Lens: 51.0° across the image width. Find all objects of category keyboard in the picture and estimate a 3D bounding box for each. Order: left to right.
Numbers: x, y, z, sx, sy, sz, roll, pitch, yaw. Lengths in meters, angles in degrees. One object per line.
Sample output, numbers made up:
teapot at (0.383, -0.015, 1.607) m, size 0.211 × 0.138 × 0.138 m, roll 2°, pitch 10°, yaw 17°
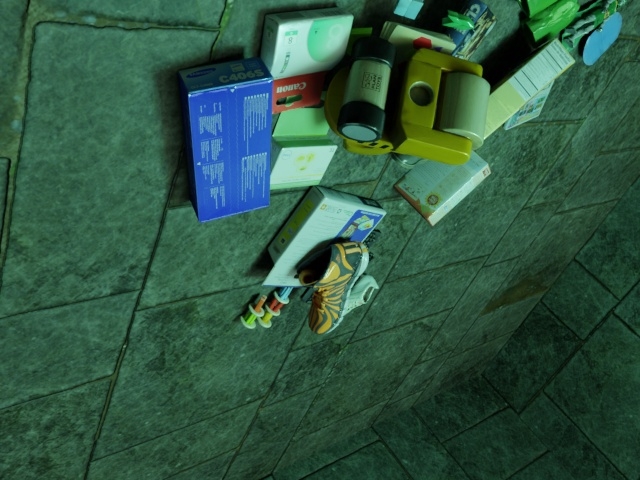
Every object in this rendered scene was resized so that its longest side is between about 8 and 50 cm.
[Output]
keyboard at (0.085, 0.089, 2.114) m, size 0.317 × 0.033 × 0.201 m, roll -52°, pitch 149°, yaw 20°

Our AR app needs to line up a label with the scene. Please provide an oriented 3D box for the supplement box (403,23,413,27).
supplement box at (0.197, -0.438, 1.486) m, size 0.055 × 0.083 × 0.043 m, roll -22°, pitch 146°, yaw -30°

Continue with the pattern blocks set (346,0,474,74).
pattern blocks set at (0.187, -0.390, 1.437) m, size 0.285 × 0.026 × 0.325 m, roll 18°, pitch 152°, yaw -20°

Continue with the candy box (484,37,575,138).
candy box at (0.511, -0.396, 1.816) m, size 0.316 × 0.087 × 0.183 m, roll -41°, pitch -176°, yaw 3°

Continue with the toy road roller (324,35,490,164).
toy road roller at (0.172, -0.274, 1.437) m, size 0.329 × 0.202 × 0.240 m, roll 12°, pitch 167°, yaw -7°

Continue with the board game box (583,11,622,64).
board game box at (0.848, -0.622, 2.048) m, size 0.169 × 0.033 × 0.133 m, roll -48°, pitch 145°, yaw 2°

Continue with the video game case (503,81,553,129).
video game case at (0.648, -0.426, 2.089) m, size 0.157 × 0.019 × 0.143 m, roll -25°, pitch 147°, yaw -27°

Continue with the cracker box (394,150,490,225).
cracker box at (0.352, -0.177, 1.939) m, size 0.232 × 0.156 × 0.067 m, roll -43°, pitch 150°, yaw 4°

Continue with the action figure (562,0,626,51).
action figure at (0.793, -0.643, 1.931) m, size 0.232 × 0.063 × 0.137 m, roll -37°, pitch 147°, yaw -14°

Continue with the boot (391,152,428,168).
boot at (0.294, -0.297, 1.796) m, size 0.189 × 0.076 × 0.208 m, roll -26°, pitch 157°, yaw -51°

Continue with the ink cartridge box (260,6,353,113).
ink cartridge box at (-0.038, -0.349, 1.352) m, size 0.181 × 0.056 × 0.225 m, roll -19°, pitch 138°, yaw -33°

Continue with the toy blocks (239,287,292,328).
toy blocks at (-0.152, 0.185, 1.944) m, size 0.123 × 0.054 × 0.148 m, roll 6°, pitch 127°, yaw -53°

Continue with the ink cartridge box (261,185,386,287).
ink cartridge box at (0.000, 0.000, 1.865) m, size 0.307 × 0.072 × 0.303 m, roll -50°, pitch 150°, yaw 21°

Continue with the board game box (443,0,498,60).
board game box at (0.333, -0.468, 1.559) m, size 0.165 × 0.042 × 0.243 m, roll -53°, pitch 170°, yaw 21°

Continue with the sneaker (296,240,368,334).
sneaker at (-0.003, 0.134, 1.880) m, size 0.180 × 0.124 × 0.321 m, roll -3°, pitch 124°, yaw -43°

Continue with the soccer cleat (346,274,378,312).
soccer cleat at (0.113, 0.198, 2.243) m, size 0.196 × 0.076 × 0.068 m, roll -50°, pitch 149°, yaw 16°

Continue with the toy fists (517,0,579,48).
toy fists at (0.572, -0.607, 1.687) m, size 0.142 × 0.096 × 0.279 m, roll -32°, pitch 153°, yaw 11°

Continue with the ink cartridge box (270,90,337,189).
ink cartridge box at (-0.036, -0.227, 1.533) m, size 0.171 × 0.056 × 0.235 m, roll -10°, pitch 140°, yaw -41°

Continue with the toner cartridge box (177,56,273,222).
toner cartridge box at (-0.186, -0.193, 1.353) m, size 0.165 × 0.075 × 0.348 m, roll -16°, pitch 143°, yaw -19°
